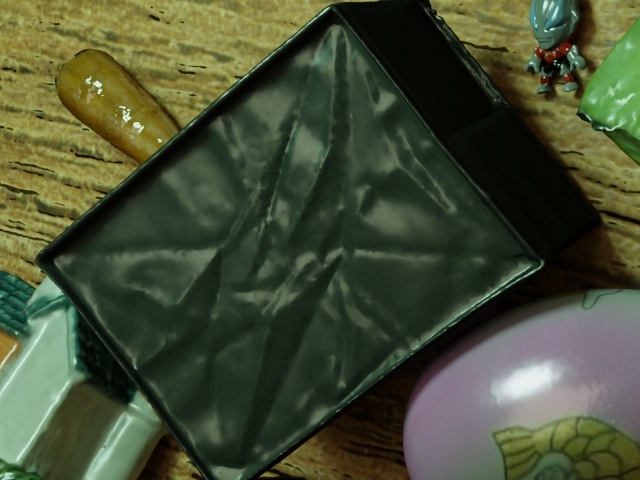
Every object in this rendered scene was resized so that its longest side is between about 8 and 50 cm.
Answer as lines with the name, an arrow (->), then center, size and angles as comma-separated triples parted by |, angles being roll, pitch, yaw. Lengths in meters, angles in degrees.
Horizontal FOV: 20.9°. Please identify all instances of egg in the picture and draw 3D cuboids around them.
egg -> 0.189, 0.130, 1.304 | 0.271, 0.196, 0.196 | -39, 63, 25

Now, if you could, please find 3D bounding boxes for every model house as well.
model house -> -0.255, 0.135, 1.666 | 0.271, 0.190, 0.301 | 24, 78, 41

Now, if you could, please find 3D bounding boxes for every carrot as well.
carrot -> -0.173, -0.103, 1.680 | 0.205, 0.072, 0.072 | 44, 109, 29

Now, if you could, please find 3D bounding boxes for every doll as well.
doll -> 0.194, -0.178, 1.440 | 0.057, 0.039, 0.114 | -167, 77, -78

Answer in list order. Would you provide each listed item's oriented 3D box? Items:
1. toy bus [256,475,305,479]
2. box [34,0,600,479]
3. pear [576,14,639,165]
toy bus -> -0.036, 0.410, 1.492 | 0.092, 0.093, 0.409 | -18, 72, 41
box -> 0.000, 0.000, 1.386 | 0.345, 0.204, 0.251 | -39, 86, 20
pear -> 0.400, -0.105, 1.169 | 0.318, 0.238, 0.342 | -54, 40, 3
